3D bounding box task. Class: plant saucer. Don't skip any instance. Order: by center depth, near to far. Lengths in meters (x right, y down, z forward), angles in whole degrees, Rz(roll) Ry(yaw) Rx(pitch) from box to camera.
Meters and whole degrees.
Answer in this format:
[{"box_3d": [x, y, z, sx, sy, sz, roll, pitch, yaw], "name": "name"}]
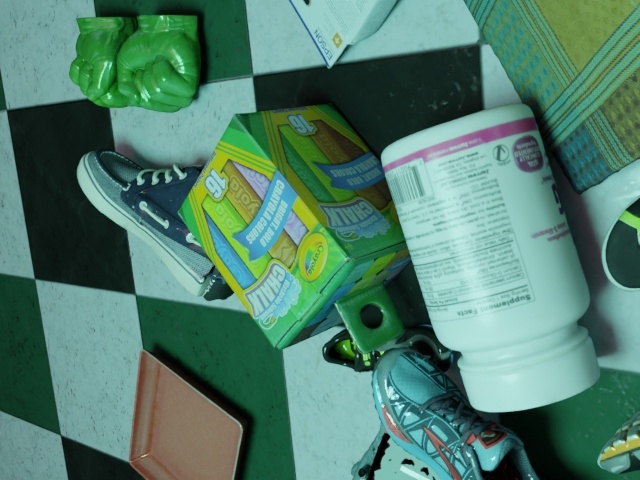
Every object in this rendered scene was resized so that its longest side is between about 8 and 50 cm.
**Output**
[{"box_3d": [-0.225, 0.345, 1.262, 0.259, 0.048, 0.258, 28, 119, 33], "name": "plant saucer"}]

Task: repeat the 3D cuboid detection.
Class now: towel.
[{"box_3d": [0.196, -0.235, 0.653, 0.370, 0.040, 0.271, 62, 174, 7], "name": "towel"}]

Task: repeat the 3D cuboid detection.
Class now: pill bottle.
[{"box_3d": [0.177, 0.018, 0.753, 0.160, 0.160, 0.282, -17, 90, 42], "name": "pill bottle"}]

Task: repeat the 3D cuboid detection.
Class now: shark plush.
[{"box_3d": [0.074, 0.306, 0.979, 0.073, 0.067, 0.161, 43, 125, 25], "name": "shark plush"}]

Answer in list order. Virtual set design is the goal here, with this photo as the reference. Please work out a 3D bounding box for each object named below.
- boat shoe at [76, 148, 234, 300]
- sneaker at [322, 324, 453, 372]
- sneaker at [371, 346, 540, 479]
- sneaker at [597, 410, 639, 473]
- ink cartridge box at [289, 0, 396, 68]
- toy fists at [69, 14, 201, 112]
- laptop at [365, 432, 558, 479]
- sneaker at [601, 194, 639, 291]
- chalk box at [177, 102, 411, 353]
[{"box_3d": [-0.224, -0.074, 1.116, 0.341, 0.127, 0.158, 39, 118, 17], "name": "boat shoe"}, {"box_3d": [0.082, 0.144, 0.923, 0.188, 0.078, 0.067, -4, 98, 39], "name": "sneaker"}, {"box_3d": [0.166, 0.212, 0.795, 0.262, 0.104, 0.125, 50, 148, 9], "name": "sneaker"}, {"box_3d": [0.362, 0.188, 0.693, 0.215, 0.084, 0.083, -36, 82, 40], "name": "sneaker"}, {"box_3d": [0.017, -0.355, 0.854, 0.223, 0.045, 0.224, 61, 149, 10], "name": "ink cartridge box"}, {"box_3d": [-0.288, -0.269, 1.123, 0.279, 0.096, 0.142, 11, 109, 37], "name": "toy fists"}, {"box_3d": [0.166, 0.375, 0.928, 0.234, 0.136, 0.264, 21, 90, 23], "name": "laptop"}, {"box_3d": [0.334, -0.031, 0.647, 0.084, 0.097, 0.234, 55, 130, 16], "name": "sneaker"}, {"box_3d": [0.000, 0.000, 0.891, 0.289, 0.180, 0.179, 51, 129, 17], "name": "chalk box"}]
